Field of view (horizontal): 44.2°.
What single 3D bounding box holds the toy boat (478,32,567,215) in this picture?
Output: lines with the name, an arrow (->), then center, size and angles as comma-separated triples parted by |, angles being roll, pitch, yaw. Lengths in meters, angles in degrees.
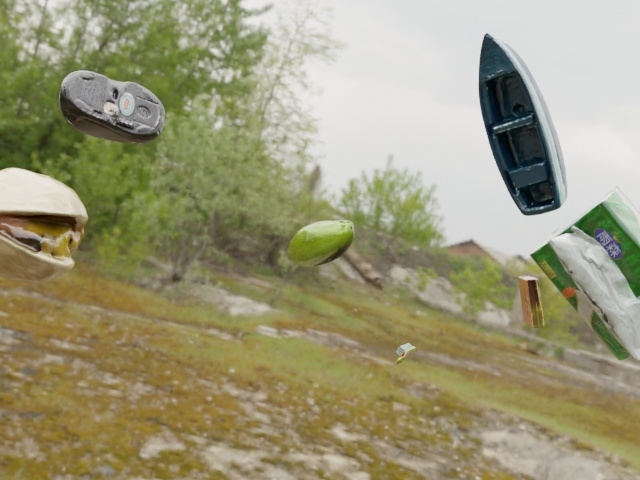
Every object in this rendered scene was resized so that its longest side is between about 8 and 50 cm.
toy boat -> 0.319, -0.189, 1.258 | 0.062, 0.299, 0.096 | -25, 9, -42

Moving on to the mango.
mango -> 0.000, 0.000, 1.553 | 0.074, 0.091, 0.165 | 29, -38, -30

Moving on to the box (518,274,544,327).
box -> 0.398, 0.114, 1.492 | 0.023, 0.090, 0.133 | -8, 0, 7

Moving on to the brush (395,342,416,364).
brush -> 0.128, 0.178, 1.236 | 0.021, 0.018, 0.083 | 40, 17, 13

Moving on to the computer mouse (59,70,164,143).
computer mouse -> -0.462, -0.287, 1.737 | 0.233, 0.137, 0.096 | 20, -33, -26

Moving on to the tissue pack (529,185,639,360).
tissue pack -> 0.422, 0.057, 1.132 | 0.209, 0.148, 0.156 | 53, 38, 8

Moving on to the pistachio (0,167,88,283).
pistachio -> -0.400, -0.021, 1.058 | 0.230, 0.157, 0.157 | 13, -2, 43
